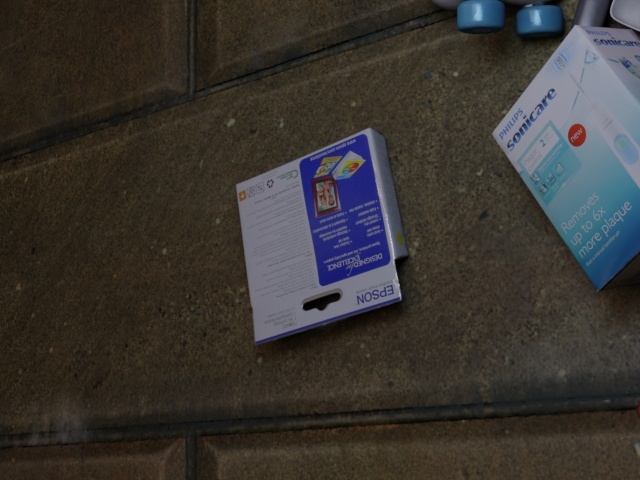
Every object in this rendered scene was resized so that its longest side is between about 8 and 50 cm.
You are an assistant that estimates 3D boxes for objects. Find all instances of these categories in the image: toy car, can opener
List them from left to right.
[{"bbox_3d":[0.251,-0.427,1.520,0.238,0.210,0.219,-174,83,-64],"label":"toy car"},{"bbox_3d":[0.393,-0.377,1.434,0.095,0.076,0.283,17,90,17],"label":"can opener"}]

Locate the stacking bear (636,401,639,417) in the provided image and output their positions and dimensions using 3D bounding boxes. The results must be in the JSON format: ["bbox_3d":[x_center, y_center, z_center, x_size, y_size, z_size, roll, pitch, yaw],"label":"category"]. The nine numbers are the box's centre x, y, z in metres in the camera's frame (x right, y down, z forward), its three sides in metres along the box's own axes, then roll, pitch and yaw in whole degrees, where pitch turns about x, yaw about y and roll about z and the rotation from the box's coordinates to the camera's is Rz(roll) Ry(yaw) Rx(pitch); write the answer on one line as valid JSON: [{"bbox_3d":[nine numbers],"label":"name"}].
[{"bbox_3d":[0.499,0.097,1.178,0.164,0.175,0.289,24,106,61],"label":"stacking bear"}]

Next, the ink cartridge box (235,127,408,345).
[{"bbox_3d":[0.000,0.000,1.649,0.303,0.072,0.307,-20,71,30],"label":"ink cartridge box"}]

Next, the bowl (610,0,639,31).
[{"bbox_3d":[0.507,-0.352,1.369,0.142,0.053,0.142,33,99,37],"label":"bowl"}]

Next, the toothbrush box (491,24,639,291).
[{"bbox_3d":[0.402,-0.115,1.304,0.216,0.126,0.295,-55,50,43],"label":"toothbrush box"}]
